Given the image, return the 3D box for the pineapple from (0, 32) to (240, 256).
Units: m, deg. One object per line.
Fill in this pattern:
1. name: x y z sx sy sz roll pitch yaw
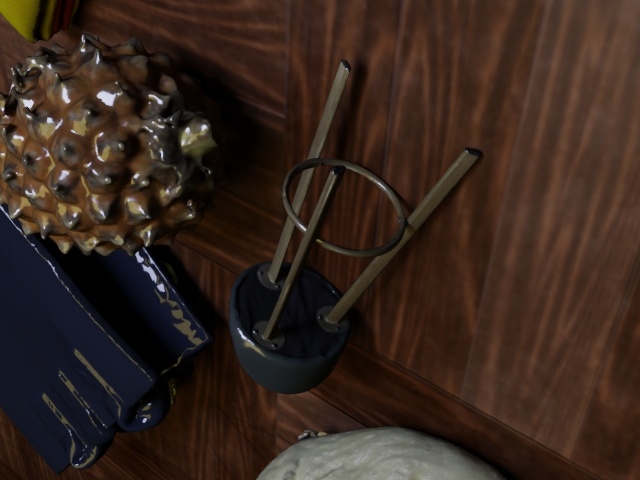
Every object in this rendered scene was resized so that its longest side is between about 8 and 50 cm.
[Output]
1. pineapple: -0.137 -0.066 0.563 0.193 0.166 0.166 -2 115 41

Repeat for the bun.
1. bun: 0.047 0.267 0.619 0.259 0.160 0.259 23 133 27

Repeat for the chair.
1. chair: 0.001 0.001 0.536 0.095 0.104 0.221 59 142 34

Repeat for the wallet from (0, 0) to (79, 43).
1. wallet: -0.207 -0.257 0.554 0.141 0.067 0.241 46 140 0

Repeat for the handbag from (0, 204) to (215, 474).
1. handbag: -0.265 0.056 0.791 0.329 0.122 0.303 51 138 4
